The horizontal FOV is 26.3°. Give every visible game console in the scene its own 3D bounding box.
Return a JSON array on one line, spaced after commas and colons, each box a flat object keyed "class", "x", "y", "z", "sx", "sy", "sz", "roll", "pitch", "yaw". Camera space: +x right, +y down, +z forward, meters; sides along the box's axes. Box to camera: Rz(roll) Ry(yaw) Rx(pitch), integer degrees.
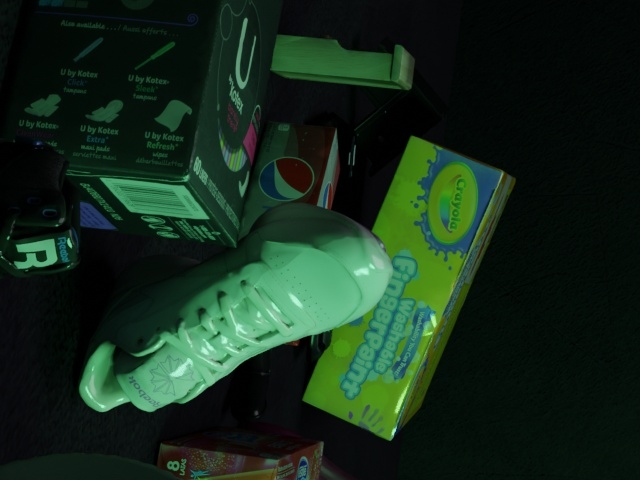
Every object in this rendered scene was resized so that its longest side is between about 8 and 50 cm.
[{"class": "game console", "x": 0.000, "y": 0.000, "z": 1.972, "sx": 0.213, "sy": 0.044, "sz": 0.361, "roll": -39, "pitch": 134, "yaw": -72}]

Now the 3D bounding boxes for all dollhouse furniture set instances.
[{"class": "dollhouse furniture set", "x": 0.038, "y": -0.313, "z": 1.647, "sx": 0.212, "sy": 0.161, "sz": 0.242, "roll": -4, "pitch": 100, "yaw": -79}]

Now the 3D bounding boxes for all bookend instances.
[{"class": "bookend", "x": 0.095, "y": -0.215, "z": 2.191, "sx": 0.157, "sy": 0.156, "sz": 0.072, "roll": 50, "pitch": 22, "yaw": -6}]

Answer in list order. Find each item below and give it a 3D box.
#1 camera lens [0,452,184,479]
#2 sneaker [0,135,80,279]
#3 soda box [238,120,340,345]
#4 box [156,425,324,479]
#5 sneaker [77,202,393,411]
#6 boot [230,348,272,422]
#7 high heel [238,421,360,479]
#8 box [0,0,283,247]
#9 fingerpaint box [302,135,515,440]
[{"class": "camera lens", "x": -0.159, "y": 0.304, "z": 0.873, "sx": 0.219, "sy": 0.219, "sz": 0.274, "roll": -63, "pitch": 157, "yaw": -61}, {"class": "sneaker", "x": -0.199, "y": 0.013, "z": 0.741, "sx": 0.079, "sy": 0.121, "sz": 0.217, "roll": 85, "pitch": 16, "yaw": -44}, {"class": "soda box", "x": -0.044, "y": -0.012, "z": 1.597, "sx": 0.083, "sy": 0.092, "sz": 0.263, "roll": 83, "pitch": 18, "yaw": -55}, {"class": "box", "x": -0.086, "y": 0.273, "z": 1.467, "sx": 0.257, "sy": 0.128, "sz": 0.122, "roll": 20, "pitch": 77, "yaw": -78}, {"class": "sneaker", "x": -0.071, "y": 0.069, "z": 1.068, "sx": 0.114, "sy": 0.305, "sz": 0.152, "roll": 49, "pitch": 44, "yaw": -23}, {"class": "boot", "x": -0.080, "y": 0.149, "z": 1.641, "sx": 0.121, "sy": 0.045, "sz": 0.099, "roll": -76, "pitch": 171, "yaw": -66}, {"class": "high heel", "x": -0.089, "y": 0.414, "z": 1.733, "sx": 0.377, "sy": 0.181, "sz": 0.127, "roll": -63, "pitch": 166, "yaw": 11}, {"class": "box", "x": -0.118, "y": -0.150, "z": 0.998, "sx": 0.165, "sy": 0.143, "sz": 0.270, "roll": 63, "pitch": 35, "yaw": -72}, {"class": "fingerpaint box", "x": 0.152, "y": 0.067, "z": 2.226, "sx": 0.371, "sy": 0.163, "sz": 0.445, "roll": -8, "pitch": 121, "yaw": -79}]
